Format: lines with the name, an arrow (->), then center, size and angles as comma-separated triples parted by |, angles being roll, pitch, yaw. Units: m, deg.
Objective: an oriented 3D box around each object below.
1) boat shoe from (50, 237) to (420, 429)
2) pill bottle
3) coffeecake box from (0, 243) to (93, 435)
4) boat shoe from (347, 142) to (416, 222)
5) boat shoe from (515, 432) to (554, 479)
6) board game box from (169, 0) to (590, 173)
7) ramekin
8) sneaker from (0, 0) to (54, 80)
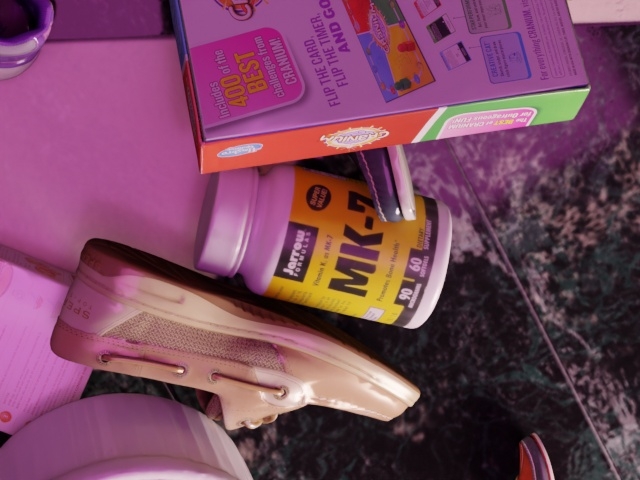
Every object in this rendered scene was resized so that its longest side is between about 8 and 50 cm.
boat shoe -> -0.071, 0.103, 1.374 | 0.341, 0.121, 0.110 | 22, 94, -24
pill bottle -> 0.000, 0.000, 1.384 | 0.208, 0.119, 0.119 | 12, 98, -11
coffeecake box -> -0.289, 0.080, 1.379 | 0.185, 0.068, 0.142 | 23, 96, -12
boat shoe -> 0.012, -0.126, 1.345 | 0.079, 0.095, 0.255 | -20, 81, 0
boat shoe -> 0.200, 0.250, 1.499 | 0.043, 0.049, 0.137 | -9, 106, -5
board game box -> 0.037, -0.196, 1.291 | 0.316, 0.064, 0.242 | -8, 71, -8
ramekin -> -0.173, 0.264, 1.359 | 0.277, 0.135, 0.277 | -8, 124, -12
sneaker -> -0.310, -0.216, 1.272 | 0.236, 0.104, 0.095 | 31, 75, -29
